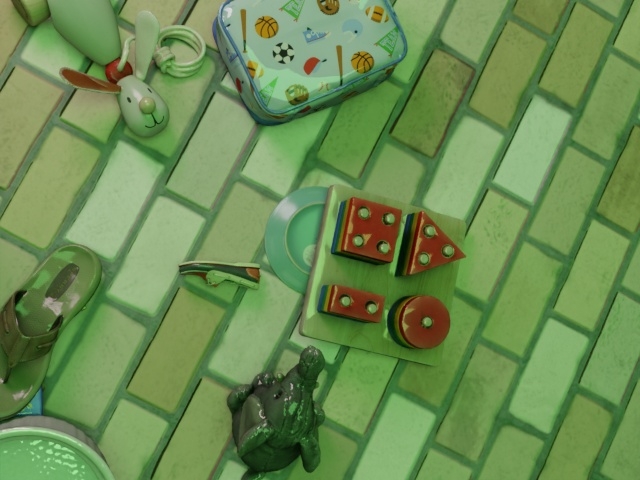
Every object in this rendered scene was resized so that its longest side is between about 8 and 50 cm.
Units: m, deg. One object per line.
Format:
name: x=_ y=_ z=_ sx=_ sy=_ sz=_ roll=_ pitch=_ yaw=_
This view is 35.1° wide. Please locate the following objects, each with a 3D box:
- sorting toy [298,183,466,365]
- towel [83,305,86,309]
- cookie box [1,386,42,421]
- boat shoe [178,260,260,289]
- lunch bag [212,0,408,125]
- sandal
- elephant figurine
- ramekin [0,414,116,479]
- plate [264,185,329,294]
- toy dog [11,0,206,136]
sorting toy: x=0.120 y=0.058 z=1.670 sx=0.255 sy=0.089 sz=0.257 roll=15 pitch=80 yaw=-19
towel: x=-0.414 y=0.084 z=1.603 sx=0.083 sy=0.009 sz=0.060 roll=-1 pitch=85 yaw=-13
cookie box: x=-0.473 y=0.256 z=1.553 sx=0.091 sy=0.040 sz=0.107 roll=-1 pitch=84 yaw=-13
boat shoe: x=-0.164 y=0.056 z=1.645 sx=0.137 sy=0.049 sz=0.043 roll=4 pitch=85 yaw=-17
lunch bag: x=-0.015 y=-0.346 z=1.692 sx=0.303 sy=0.115 sz=0.243 roll=-26 pitch=87 yaw=-14
sandal: x=-0.439 y=0.124 z=1.524 sx=0.120 sy=0.086 sz=0.303 roll=27 pitch=67 yaw=-2
elephant figurine: x=-0.061 y=0.275 z=1.542 sx=0.169 sy=0.239 sz=0.186 roll=-25 pitch=90 yaw=-15
ramekin: x=-0.429 y=0.390 z=1.477 sx=0.277 sy=0.135 sz=0.277 roll=-1 pitch=97 yaw=-13
plate: x=0.000 y=0.000 z=1.700 sx=0.188 sy=0.024 sz=0.188 roll=2 pitch=83 yaw=-14
toy dog: x=-0.344 y=-0.333 z=1.588 sx=0.333 sy=0.161 sz=0.220 roll=36 pitch=78 yaw=-7
